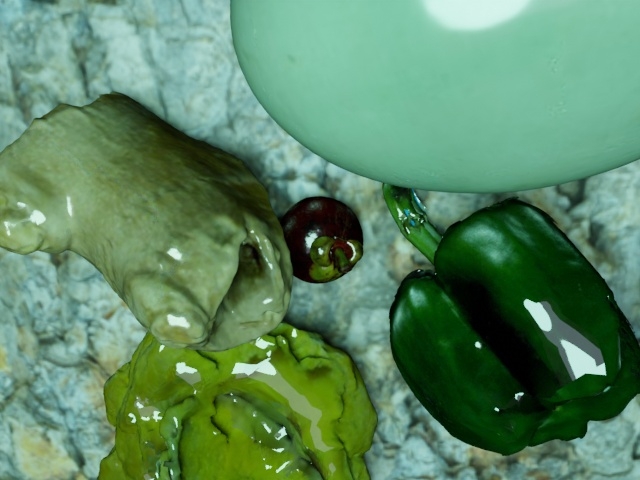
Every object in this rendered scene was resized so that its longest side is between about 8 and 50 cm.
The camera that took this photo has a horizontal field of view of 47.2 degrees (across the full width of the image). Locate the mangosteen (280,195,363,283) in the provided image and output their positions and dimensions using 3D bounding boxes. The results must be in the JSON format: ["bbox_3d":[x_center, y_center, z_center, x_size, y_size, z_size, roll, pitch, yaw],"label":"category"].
[{"bbox_3d":[0.000,-0.001,0.654,0.081,0.081,0.081,2,106,6],"label":"mangosteen"}]

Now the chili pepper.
[{"bbox_3d":[0.141,0.042,0.611,0.165,0.261,0.174,4,131,-36],"label":"chili pepper"}]

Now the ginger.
[{"bbox_3d":[-0.149,-0.014,0.594,0.221,0.276,0.130,1,129,-36],"label":"ginger"}]

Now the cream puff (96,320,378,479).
[{"bbox_3d":[-0.078,0.195,0.666,0.281,0.185,0.282,3,107,9],"label":"cream puff"}]

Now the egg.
[{"bbox_3d":[0.130,-0.171,0.486,0.389,0.276,0.276,-13,104,11],"label":"egg"}]
